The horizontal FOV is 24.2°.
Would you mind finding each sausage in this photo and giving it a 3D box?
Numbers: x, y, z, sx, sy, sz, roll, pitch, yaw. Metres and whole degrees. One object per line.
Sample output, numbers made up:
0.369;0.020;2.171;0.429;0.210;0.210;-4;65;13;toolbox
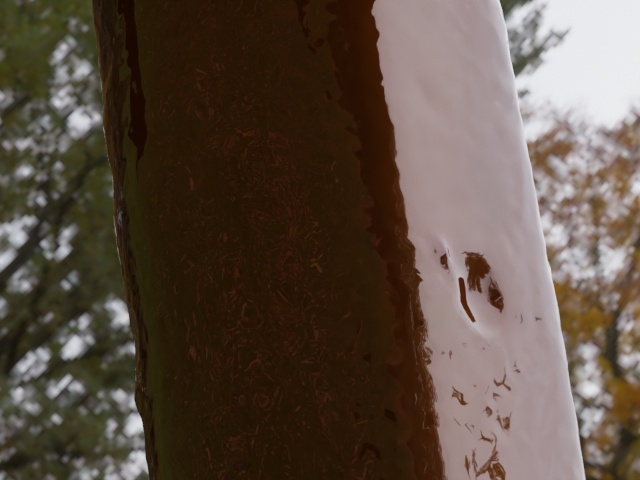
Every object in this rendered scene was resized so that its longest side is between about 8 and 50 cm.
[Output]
0.001;0.000;0.358;0.097;0.094;0.348;-16;-103;29;sausage
